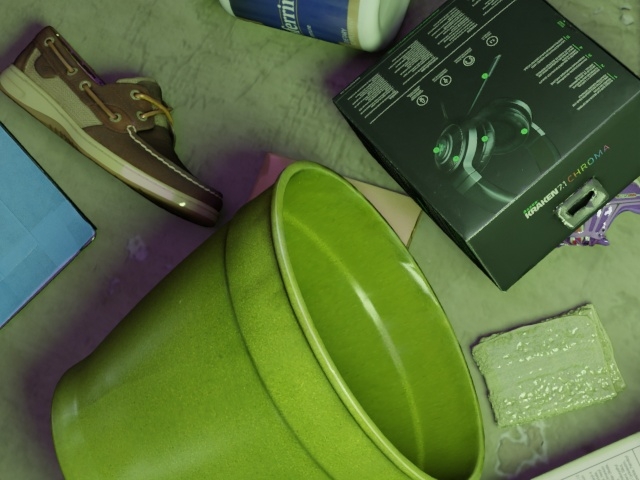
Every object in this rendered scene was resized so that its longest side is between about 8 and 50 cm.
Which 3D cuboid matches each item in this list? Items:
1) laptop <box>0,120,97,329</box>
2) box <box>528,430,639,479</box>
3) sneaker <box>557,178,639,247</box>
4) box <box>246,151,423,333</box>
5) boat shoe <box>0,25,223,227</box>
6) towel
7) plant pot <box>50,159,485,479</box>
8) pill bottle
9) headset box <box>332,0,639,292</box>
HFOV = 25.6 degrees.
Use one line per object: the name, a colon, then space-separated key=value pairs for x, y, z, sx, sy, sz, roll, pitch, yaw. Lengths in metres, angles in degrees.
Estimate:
laptop: x=-0.564 y=-0.016 z=1.667 sx=0.382 sy=0.408 sz=0.236 roll=45 pitch=124 yaw=19
box: x=0.237 y=0.319 z=1.453 sx=0.311 sy=0.121 sz=0.148 roll=-24 pitch=74 yaw=7
sneaker: x=0.281 y=-0.015 z=1.554 sx=0.170 sy=0.068 sz=0.071 roll=-29 pitch=88 yaw=10
box: x=0.000 y=0.000 z=1.637 sx=0.201 sy=0.021 sz=0.164 roll=19 pitch=82 yaw=17
boat shoe: x=-0.235 y=-0.144 z=1.677 sx=0.342 sy=0.123 sz=0.123 roll=36 pitch=88 yaw=24
towel: x=0.250 y=0.140 z=1.542 sx=0.148 sy=0.027 sz=0.110 roll=-19 pitch=74 yaw=7
plant pot: x=-0.076 y=0.162 z=1.460 sx=0.353 sy=0.366 sz=0.366 roll=-30 pitch=72 yaw=20
pill bottle: x=-0.033 y=-0.322 z=1.651 sx=0.265 sy=0.153 sz=0.153 roll=17 pitch=81 yaw=17
headset box: x=0.199 y=-0.122 z=1.517 sx=0.246 sy=0.131 sz=0.283 roll=-42 pitch=53 yaw=0
